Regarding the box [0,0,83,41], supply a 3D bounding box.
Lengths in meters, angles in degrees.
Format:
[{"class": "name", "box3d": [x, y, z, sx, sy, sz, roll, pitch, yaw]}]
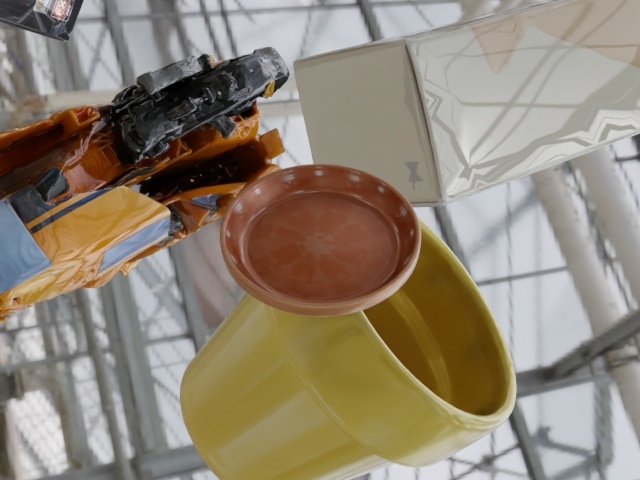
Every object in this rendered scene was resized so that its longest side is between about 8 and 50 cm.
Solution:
[{"class": "box", "box3d": [-0.203, -0.259, 0.674, 0.056, 0.183, 0.231, 33, -77, 43]}]

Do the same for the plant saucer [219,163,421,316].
[{"class": "plant saucer", "box3d": [0.000, 0.000, 0.461, 0.013, 0.084, 0.083, 90, -23, -45]}]

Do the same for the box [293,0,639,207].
[{"class": "box", "box3d": [0.148, -0.121, 0.881, 0.148, 0.311, 0.121, 1, -73, 52]}]

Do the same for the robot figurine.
[{"class": "robot figurine", "box3d": [-0.130, -0.006, 0.515, 0.211, 0.291, 0.085, -24, -82, 40]}]

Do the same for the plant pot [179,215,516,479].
[{"class": "plant pot", "box3d": [0.008, 0.114, 1.007, 0.239, 0.254, 0.254, -37, -122, 26]}]
